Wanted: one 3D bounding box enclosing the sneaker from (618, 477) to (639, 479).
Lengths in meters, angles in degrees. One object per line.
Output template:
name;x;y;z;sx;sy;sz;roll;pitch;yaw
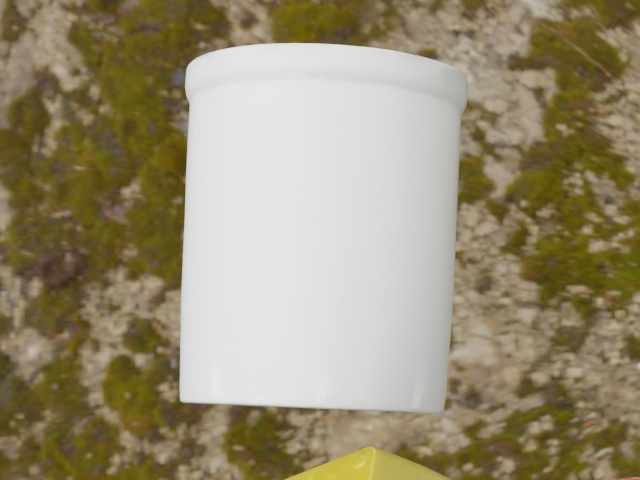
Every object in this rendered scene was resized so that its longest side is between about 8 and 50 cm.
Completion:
sneaker;0.230;0.267;0.942;0.087;0.128;0.221;19;100;45

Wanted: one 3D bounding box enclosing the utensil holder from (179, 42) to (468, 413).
utensil holder;0.000;0.000;1.611;0.327;0.327;0.385;-1;81;25

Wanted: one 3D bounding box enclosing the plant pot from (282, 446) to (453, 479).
plant pot;0.037;0.310;1.256;0.212;0.212;0.187;-27;119;30
